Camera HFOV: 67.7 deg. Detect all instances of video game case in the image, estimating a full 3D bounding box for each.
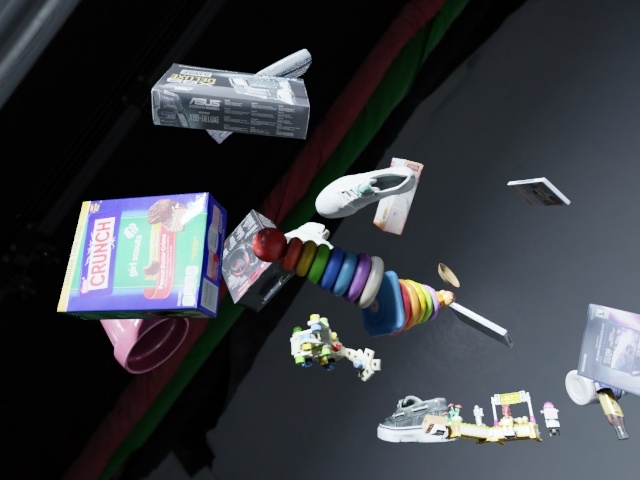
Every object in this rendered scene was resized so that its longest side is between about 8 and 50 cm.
[{"bbox_3d":[0.499,-0.109,1.097,0.011,0.087,0.122,-54,13,-6],"label":"video game case"},{"bbox_3d":[0.787,0.282,1.165,0.026,0.274,0.195,4,-85,-38],"label":"video game case"},{"bbox_3d":[0.569,0.299,1.689,0.023,0.212,0.193,-56,-36,-6],"label":"video game case"}]

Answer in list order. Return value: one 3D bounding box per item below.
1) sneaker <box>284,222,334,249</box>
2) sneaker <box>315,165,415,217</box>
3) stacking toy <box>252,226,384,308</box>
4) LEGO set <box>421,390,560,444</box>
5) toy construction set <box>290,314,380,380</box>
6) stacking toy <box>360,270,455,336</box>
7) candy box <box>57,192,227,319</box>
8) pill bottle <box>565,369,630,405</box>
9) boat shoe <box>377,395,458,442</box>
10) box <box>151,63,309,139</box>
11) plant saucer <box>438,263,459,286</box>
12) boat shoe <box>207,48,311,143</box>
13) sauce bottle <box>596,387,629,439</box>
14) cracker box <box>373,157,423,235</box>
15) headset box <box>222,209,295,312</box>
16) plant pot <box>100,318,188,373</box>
[{"bbox_3d":[0.000,0.000,1.968,0.169,0.293,0.108,-34,-48,-38],"label":"sneaker"},{"bbox_3d":[0.084,-0.102,0.955,0.212,0.080,0.094,-20,3,12],"label":"sneaker"},{"bbox_3d":[-0.014,0.056,1.208,0.141,0.331,0.141,-160,90,-85],"label":"stacking toy"},{"bbox_3d":[0.373,0.387,1.065,0.132,0.287,0.107,64,-156,-52],"label":"LEGO set"},{"bbox_3d":[0.037,0.358,1.574,0.215,0.328,0.151,-37,34,36],"label":"toy construction set"},{"bbox_3d":[0.270,0.178,1.360,0.302,0.165,0.175,1,-16,-32],"label":"stacking toy"},{"bbox_3d":[-0.390,0.040,1.075,0.122,0.318,0.268,61,-153,-66],"label":"candy box"},{"bbox_3d":[0.915,0.470,1.552,0.187,0.111,0.112,-3,-41,-11],"label":"pill bottle"},{"bbox_3d":[0.260,0.484,1.295,0.121,0.119,0.335,7,-24,-22],"label":"boat shoe"},{"bbox_3d":[-0.186,-0.306,1.039,0.242,0.308,0.076,-99,15,-59],"label":"box"},{"bbox_3d":[0.360,0.102,1.351,0.015,0.083,0.083,-43,-17,25],"label":"plant saucer"},{"bbox_3d":[-0.160,-0.372,1.318,0.367,0.156,0.135,-27,21,17],"label":"boat shoe"},{"bbox_3d":[0.762,0.449,1.237,0.042,0.128,0.042,-4,-37,-3],"label":"sauce bottle"},{"bbox_3d":[0.249,-0.146,1.547,0.155,0.067,0.232,-111,35,-77],"label":"cracker box"},{"bbox_3d":[-0.210,0.074,1.567,0.218,0.293,0.110,-48,-46,12],"label":"headset box"},{"bbox_3d":[-0.500,0.233,1.312,0.201,0.180,0.201,-43,-25,-26],"label":"plant pot"}]
